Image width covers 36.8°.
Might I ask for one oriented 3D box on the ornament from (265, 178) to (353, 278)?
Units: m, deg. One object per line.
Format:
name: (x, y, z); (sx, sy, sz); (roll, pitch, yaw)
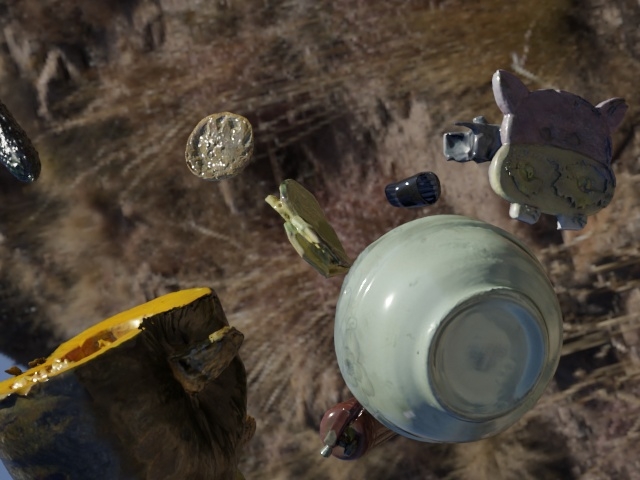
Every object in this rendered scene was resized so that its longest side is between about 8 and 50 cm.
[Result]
ornament: (0.000, 0.000, 1.541); (0.180, 0.059, 0.201); (42, -168, -34)

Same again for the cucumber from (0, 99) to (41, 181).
cucumber: (-0.571, -0.198, 1.708); (0.300, 0.072, 0.072); (48, 160, 24)

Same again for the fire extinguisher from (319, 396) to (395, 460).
fire extinguisher: (0.082, 0.325, 1.778); (0.106, 0.147, 0.337); (33, -170, 17)

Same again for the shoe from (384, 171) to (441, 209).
shoe: (0.151, -0.081, 1.699); (0.159, 0.053, 0.062); (-8, 103, 62)

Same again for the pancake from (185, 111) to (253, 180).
pancake: (-0.183, -0.172, 1.751); (0.022, 0.139, 0.140); (41, -152, -63)

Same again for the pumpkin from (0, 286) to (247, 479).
pumpkin: (-0.165, 0.183, 0.970); (0.232, 0.242, 0.325); (64, -159, -6)

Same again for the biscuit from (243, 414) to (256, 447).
biscuit: (-0.148, 0.388, 1.929); (0.082, 0.016, 0.092); (-70, -20, 0)

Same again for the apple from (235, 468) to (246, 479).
apple: (-0.280, 0.450, 1.667); (0.374, 0.384, 0.375); (2, 93, 48)

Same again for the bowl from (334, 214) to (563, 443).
bowl: (0.183, 0.127, 1.246); (0.163, 0.307, 0.307); (-150, 46, -72)

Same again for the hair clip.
hair clip: (0.218, -0.087, 0.963); (0.056, 0.187, 0.146); (135, 143, -81)
